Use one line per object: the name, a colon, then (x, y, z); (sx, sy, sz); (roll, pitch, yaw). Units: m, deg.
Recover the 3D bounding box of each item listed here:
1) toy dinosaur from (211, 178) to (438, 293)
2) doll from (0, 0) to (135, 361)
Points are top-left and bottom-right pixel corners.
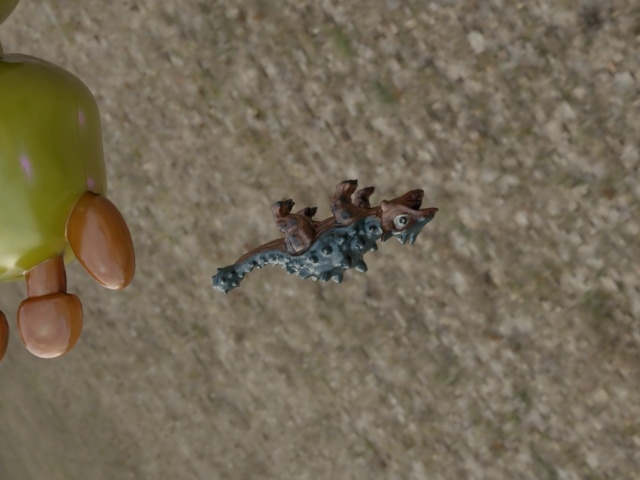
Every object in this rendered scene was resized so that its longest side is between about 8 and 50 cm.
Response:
toy dinosaur: (0.000, 0.000, 0.789); (0.049, 0.154, 0.055); (8, -117, -64)
doll: (-0.157, -0.051, 0.587); (0.143, 0.135, 0.221); (-11, 90, 24)
